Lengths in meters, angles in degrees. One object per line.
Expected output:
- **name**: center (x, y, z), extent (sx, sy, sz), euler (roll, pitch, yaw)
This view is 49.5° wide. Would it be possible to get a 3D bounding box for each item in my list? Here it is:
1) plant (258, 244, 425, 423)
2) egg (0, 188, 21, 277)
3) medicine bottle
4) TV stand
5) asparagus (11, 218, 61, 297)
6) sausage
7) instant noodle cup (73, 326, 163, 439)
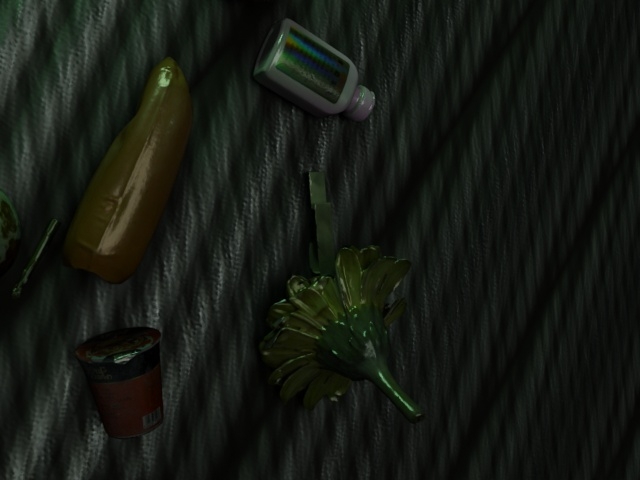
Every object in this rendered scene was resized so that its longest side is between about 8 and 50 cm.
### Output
- **plant**: center (0.029, 0.175, 1.146), extent (0.262, 0.297, 0.305), euler (7, 125, -4)
- **egg**: center (-0.493, -0.027, 0.868), extent (0.231, 0.169, 0.169), euler (34, 73, -20)
- **medicine bottle**: center (-0.004, -0.284, 1.217), extent (0.219, 0.078, 0.115), euler (27, 74, -28)
- **TV stand**: center (0.000, 0.000, 1.240), extent (0.036, 0.042, 0.249), euler (-5, 92, -27)
- **asparagus**: center (-0.412, 0.026, 1.005), extent (0.015, 0.018, 0.127), euler (22, 76, 6)
- **sausage**: center (-0.266, -0.110, 1.027), extent (0.116, 0.134, 0.353), euler (22, 80, -4)
- **instant noodle cup**: center (-0.286, 0.212, 1.028), extent (0.127, 0.127, 0.135), euler (-16, 106, -30)
